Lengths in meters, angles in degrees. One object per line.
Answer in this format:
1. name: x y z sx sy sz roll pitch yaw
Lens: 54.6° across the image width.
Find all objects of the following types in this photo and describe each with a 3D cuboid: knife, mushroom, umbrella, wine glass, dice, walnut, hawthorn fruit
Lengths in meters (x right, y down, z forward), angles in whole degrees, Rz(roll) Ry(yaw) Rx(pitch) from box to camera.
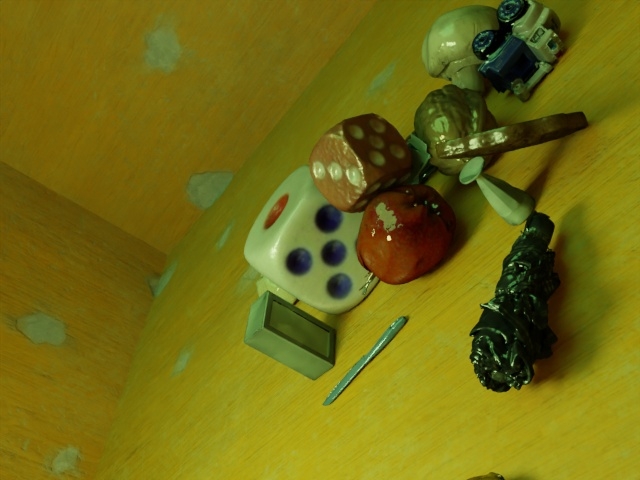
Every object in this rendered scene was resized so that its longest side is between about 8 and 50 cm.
1. knife: 0.097 0.285 1.451 0.313 0.019 0.044 -51 15 17
2. mushroom: 0.394 -0.493 1.654 0.254 0.234 0.260 -13 2 40
3. umbrella: 0.347 0.103 1.048 0.128 0.154 0.336 11 44 27
4. wine glass: 0.354 -0.101 1.240 0.073 0.155 0.073 -42 25 25
5. dice: 0.000 0.000 1.652 0.304 0.304 0.277 -56 21 3
6. walnut: 0.322 -0.259 1.471 0.198 0.198 0.245 -43 34 32
7. dice: 0.094 -0.176 1.448 0.175 0.179 0.174 -25 -16 -41
8. hawthorn fruit: 0.173 0.010 1.423 0.299 0.211 0.211 -59 19 27

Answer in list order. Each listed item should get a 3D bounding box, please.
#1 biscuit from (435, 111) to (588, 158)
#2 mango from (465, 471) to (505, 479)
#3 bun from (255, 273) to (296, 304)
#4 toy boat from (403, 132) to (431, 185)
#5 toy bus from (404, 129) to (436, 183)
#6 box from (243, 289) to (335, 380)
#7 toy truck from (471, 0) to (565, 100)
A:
1. biscuit: 0.382 -0.204 1.236 0.273 0.049 0.257 -12 3 34
2. mango: 0.221 0.418 0.923 0.159 0.084 0.105 -39 4 -7
3. bun: -0.133 0.120 2.002 0.220 0.134 0.220 -50 23 30
4. toy boat: 0.200 -0.161 1.527 0.067 0.220 0.291 -32 -14 -18
5. toy bus: 0.248 -0.216 1.687 0.265 0.121 0.120 -44 16 31
6. box: -0.074 0.242 1.586 0.086 0.225 0.129 -42 27 33
7. toy truck: 0.486 -0.458 1.485 0.213 0.161 0.177 -52 42 12
